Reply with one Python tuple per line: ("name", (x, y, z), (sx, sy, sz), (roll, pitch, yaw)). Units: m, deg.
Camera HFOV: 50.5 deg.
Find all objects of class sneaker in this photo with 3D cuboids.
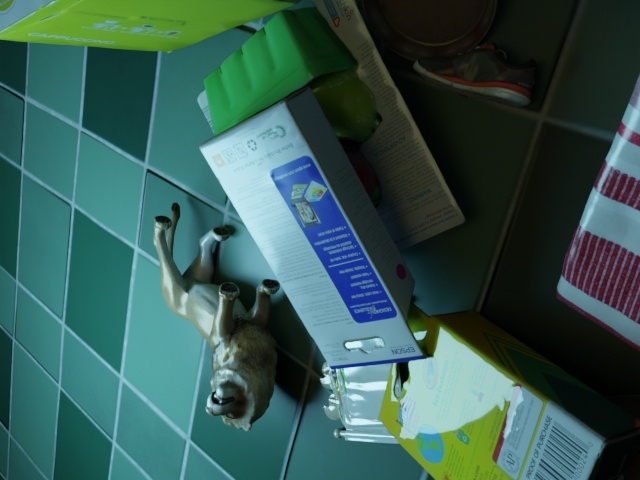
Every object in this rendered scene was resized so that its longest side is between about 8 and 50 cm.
("sneaker", (0.190, -0.209, 0.823), (0.158, 0.061, 0.065), (22, 98, 29))

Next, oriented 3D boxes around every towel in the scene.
("towel", (0.359, 0.007, 0.636), (0.237, 0.037, 0.329), (38, 145, 31))

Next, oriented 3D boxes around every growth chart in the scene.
("growth chart", (0.064, 0.199, 1.031), (0.172, 0.021, 0.237), (0, 99, 42))

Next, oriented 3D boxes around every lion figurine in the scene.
("lion figurine", (-0.191, 0.124, 1.189), (0.392, 0.142, 0.240), (48, 135, 42))

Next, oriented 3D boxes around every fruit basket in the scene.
("fruit basket", (0.003, -0.129, 0.962), (0.327, 0.165, 0.353), (-28, 95, 42))

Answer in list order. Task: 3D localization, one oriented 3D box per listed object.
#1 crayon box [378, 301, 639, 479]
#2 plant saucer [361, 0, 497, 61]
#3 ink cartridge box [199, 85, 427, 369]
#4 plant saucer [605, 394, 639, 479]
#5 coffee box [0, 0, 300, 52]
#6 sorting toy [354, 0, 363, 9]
("crayon box", (0.208, 0.223, 0.832), (0.318, 0.081, 0.202), (37, 123, 49))
("plant saucer", (0.132, -0.299, 0.823), (0.168, 0.029, 0.168), (14, 134, 16))
("ink cartridge box", (0.000, 0.000, 0.892), (0.175, 0.069, 0.371), (-17, 107, 43))
("plant saucer", (0.375, 0.332, 0.763), (0.310, 0.050, 0.311), (10, 106, 39))
("coffee box", (-0.277, -0.479, 0.986), (0.338, 0.337, 0.335), (-3, 97, 42))
("sorting toy", (0.025, -0.353, 0.919), (0.083, 0.075, 0.045), (42, 124, 27))
